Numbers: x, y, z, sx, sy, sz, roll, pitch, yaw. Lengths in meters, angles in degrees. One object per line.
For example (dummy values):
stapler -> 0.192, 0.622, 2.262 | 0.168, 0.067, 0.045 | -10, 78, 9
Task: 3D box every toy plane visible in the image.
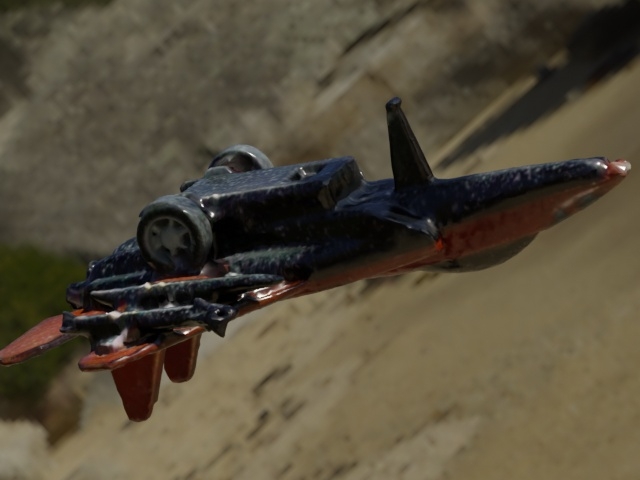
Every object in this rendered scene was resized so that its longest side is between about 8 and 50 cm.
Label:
toy plane -> -0.002, -0.003, 0.576 | 0.189, 0.061, 0.130 | -24, 8, 28
